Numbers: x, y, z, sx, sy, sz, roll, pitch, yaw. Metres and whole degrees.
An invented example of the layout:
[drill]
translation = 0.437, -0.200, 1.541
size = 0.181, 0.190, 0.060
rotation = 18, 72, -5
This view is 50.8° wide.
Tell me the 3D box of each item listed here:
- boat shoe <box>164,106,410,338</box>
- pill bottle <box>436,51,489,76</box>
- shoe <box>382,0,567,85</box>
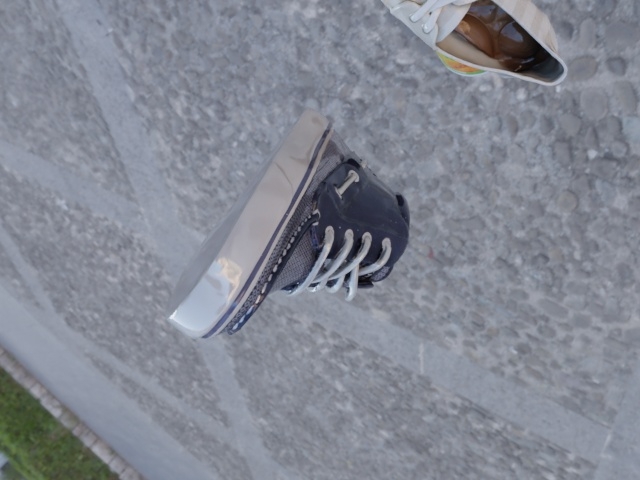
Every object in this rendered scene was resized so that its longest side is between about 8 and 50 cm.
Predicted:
[boat shoe]
translation = 0.000, 0.000, 0.583
size = 0.158, 0.340, 0.127
rotation = 38, 121, -9
[pill bottle]
translation = 0.223, -0.363, 1.053
size = 0.136, 0.136, 0.246
rotation = 25, -179, 24
[shoe]
translation = 0.121, -0.180, 0.528
size = 0.219, 0.058, 0.076
rotation = 15, 136, -36
